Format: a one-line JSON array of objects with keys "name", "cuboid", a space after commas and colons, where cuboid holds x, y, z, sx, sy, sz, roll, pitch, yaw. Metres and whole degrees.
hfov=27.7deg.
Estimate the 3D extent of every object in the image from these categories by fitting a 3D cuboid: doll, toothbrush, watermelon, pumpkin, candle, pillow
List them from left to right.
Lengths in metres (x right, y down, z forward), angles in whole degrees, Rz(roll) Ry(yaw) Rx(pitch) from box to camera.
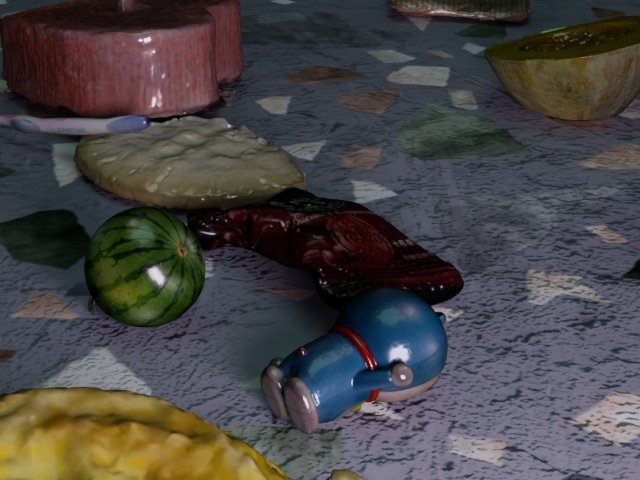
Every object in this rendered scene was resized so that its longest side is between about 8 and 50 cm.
[{"name": "toothbrush", "cuboid": [-0.298, -0.124, 1.383, 0.269, 0.021, 0.027, 2, 43, 26]}, {"name": "candle", "cuboid": [-0.236, -0.235, 1.519, 0.287, 0.131, 0.317, 1, 19, 12]}, {"name": "watermelon", "cuboid": [-0.144, 0.022, 1.053, 0.109, 0.109, 0.109, 1, 26, -1]}, {"name": "doll", "cuboid": [0.033, 0.086, 0.954, 0.152, 0.085, 0.114, -27, 25, -28]}, {"name": "pillow", "cuboid": [0.205, -0.353, 1.916, 0.211, 0.034, 0.135, 4, 24, 1]}, {"name": "pumpkin", "cuboid": [0.307, -0.198, 1.541, 0.217, 0.110, 0.217, -10, 24, 4]}]

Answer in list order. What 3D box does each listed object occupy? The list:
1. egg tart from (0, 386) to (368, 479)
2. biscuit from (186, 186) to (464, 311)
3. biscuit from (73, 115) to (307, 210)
[{"name": "egg tart", "cuboid": [-0.122, 0.193, 0.615, 0.388, 0.169, 0.388, 3, 31, -2]}, {"name": "biscuit", "cuboid": [-0.004, 0.002, 1.144, 0.151, 0.063, 0.235, -6, 20, -42]}, {"name": "biscuit", "cuboid": [-0.132, -0.083, 1.333, 0.265, 0.040, 0.188, 10, 29, 17]}]
